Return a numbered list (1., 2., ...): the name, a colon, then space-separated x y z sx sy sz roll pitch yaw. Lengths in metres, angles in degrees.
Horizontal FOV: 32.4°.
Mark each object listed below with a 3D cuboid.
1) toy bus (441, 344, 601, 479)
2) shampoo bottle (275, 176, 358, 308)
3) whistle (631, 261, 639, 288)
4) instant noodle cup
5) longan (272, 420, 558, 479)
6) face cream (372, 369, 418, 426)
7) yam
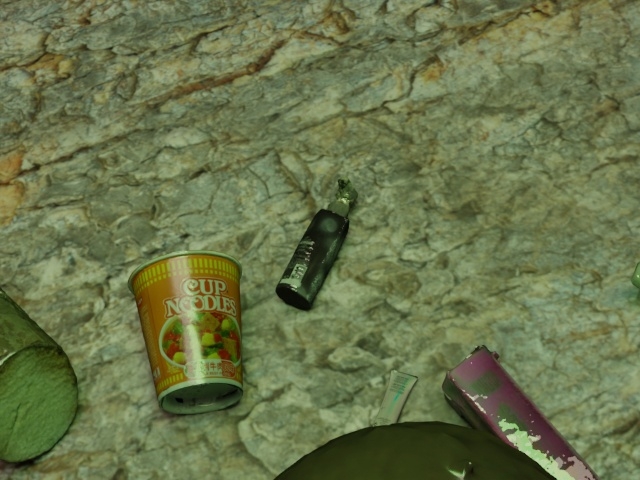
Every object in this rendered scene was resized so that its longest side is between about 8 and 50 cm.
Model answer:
1. toy bus: 0.259 0.253 1.375 0.090 0.112 0.274 -35 58 -7
2. shampoo bottle: 0.001 0.001 1.609 0.057 0.063 0.207 22 60 8
3. whistle: 0.535 0.084 1.460 0.244 0.092 0.110 18 61 17
4. instant noodle cup: -0.174 0.132 1.499 0.168 0.168 0.185 -11 62 0
5. longan: 0.104 0.382 1.124 0.436 0.404 0.404 7 54 38
6. face cream: 0.095 0.223 1.468 0.038 0.020 0.115 14 58 18
7. yam: -0.469 0.151 1.516 0.168 0.168 0.304 -41 58 -19
